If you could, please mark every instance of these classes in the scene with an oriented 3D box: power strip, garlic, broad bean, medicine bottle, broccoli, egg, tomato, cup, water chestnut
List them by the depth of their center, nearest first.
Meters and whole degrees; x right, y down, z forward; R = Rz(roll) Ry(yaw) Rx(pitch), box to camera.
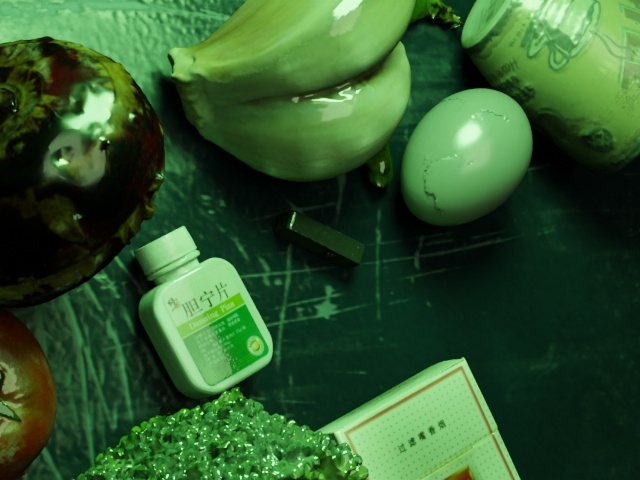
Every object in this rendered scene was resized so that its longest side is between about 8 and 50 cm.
[{"bbox_3d":[-0.363,0.159,1.555,0.225,0.085,0.225,9,74,-32],"label":"tomato"},{"bbox_3d":[-0.119,0.310,1.558,0.317,0.277,0.338,29,72,-43],"label":"broccoli"},{"bbox_3d":[-0.298,-0.062,1.567,0.300,0.300,0.300,8,74,-29],"label":"water chestnut"},{"bbox_3d":[-0.138,0.078,1.712,0.119,0.069,0.183,-29,92,-30],"label":"medicine bottle"},{"bbox_3d":[0.013,-0.223,1.810,0.340,0.246,0.231,-53,128,-33],"label":"garlic"},{"bbox_3d":[0.000,0.000,1.830,0.111,0.038,0.029,26,67,-22],"label":"power strip"},{"bbox_3d":[0.180,-0.101,1.895,0.146,0.146,0.198,46,62,-13],"label":"egg"},{"bbox_3d":[0.084,-0.214,1.925,0.144,0.049,0.292,35,62,-22],"label":"broad bean"},{"bbox_3d":[0.329,-0.269,2.006,0.257,0.227,0.301,34,34,-15],"label":"cup"}]

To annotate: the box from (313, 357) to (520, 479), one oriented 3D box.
[{"bbox_3d":[0.140,0.332,1.798,0.210,0.095,0.330,-25,90,-33],"label":"box"}]
